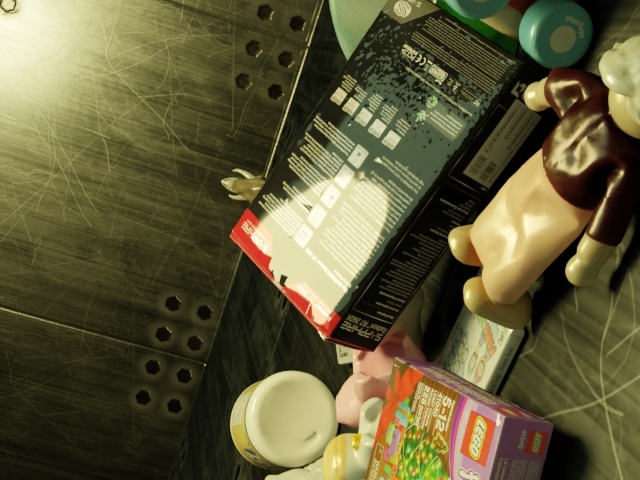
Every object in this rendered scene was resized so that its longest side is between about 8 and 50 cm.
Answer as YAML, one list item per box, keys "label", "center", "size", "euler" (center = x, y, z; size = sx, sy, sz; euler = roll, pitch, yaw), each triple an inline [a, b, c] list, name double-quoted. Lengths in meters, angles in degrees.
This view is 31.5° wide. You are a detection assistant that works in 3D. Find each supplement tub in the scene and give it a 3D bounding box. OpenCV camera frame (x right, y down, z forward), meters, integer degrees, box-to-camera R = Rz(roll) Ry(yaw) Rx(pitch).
- label: "supplement tub"
  center: [-0.062, 0.285, 1.782]
  size: [0.199, 0.144, 0.144]
  euler: [139, 147, -71]

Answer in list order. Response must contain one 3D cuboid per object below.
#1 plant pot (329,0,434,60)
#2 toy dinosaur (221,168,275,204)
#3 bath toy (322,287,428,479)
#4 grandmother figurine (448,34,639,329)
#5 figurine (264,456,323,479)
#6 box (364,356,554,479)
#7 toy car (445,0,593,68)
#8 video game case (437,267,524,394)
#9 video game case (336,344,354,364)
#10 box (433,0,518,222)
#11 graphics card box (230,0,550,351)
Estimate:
- label: "plant pot"
  center: [0.121, -0.386, 1.675]
  size: [0.247, 0.247, 0.252]
  euler: [-93, 5, -61]
- label: "toy dinosaur"
  center: [0.000, 0.000, 1.585]
  size: [0.121, 0.313, 0.160]
  euler: [-41, 3, 1]
- label: "bath toy"
  center: [0.077, 0.192, 1.315]
  size: [0.348, 0.151, 0.129]
  euler: [-88, -26, -49]
- label: "grandmother figurine"
  center: [0.229, -0.064, 1.010]
  size: [0.342, 0.104, 0.208]
  euler: [-54, 49, 52]
- label: "figurine"
  center: [-0.016, 0.398, 1.574]
  size: [0.209, 0.092, 0.215]
  euler: [-40, 33, 57]
- label: "box"
  center: [0.101, 0.273, 1.040]
  size: [0.201, 0.057, 0.293]
  euler: [20, 97, 64]
- label: "toy car"
  center: [0.225, -0.345, 1.218]
  size: [0.238, 0.210, 0.219]
  euler: [-57, 26, 16]
- label: "video game case"
  center: [0.168, 0.116, 1.215]
  size: [0.157, 0.019, 0.143]
  euler: [-97, 26, -64]
- label: "video game case"
  center: [0.049, 0.088, 1.680]
  size: [0.201, 0.023, 0.184]
  euler: [148, 115, -74]
- label: "box"
  center: [0.137, -0.151, 1.497]
  size: [0.231, 0.126, 0.262]
  euler: [153, 132, -76]
- label: "graphics card box"
  center: [0.075, -0.085, 1.306]
  size: [0.371, 0.094, 0.233]
  euler: [-56, 46, 11]
